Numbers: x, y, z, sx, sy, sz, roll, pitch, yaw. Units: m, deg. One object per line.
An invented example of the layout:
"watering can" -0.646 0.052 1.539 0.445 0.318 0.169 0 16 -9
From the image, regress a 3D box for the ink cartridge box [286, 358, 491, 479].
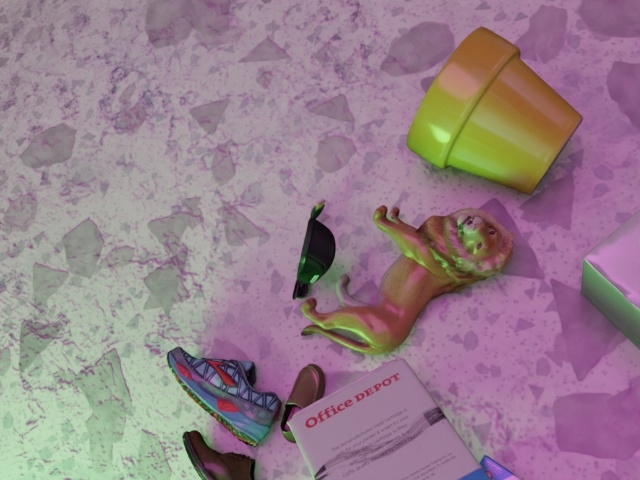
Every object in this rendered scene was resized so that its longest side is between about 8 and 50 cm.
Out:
"ink cartridge box" 0.115 0.366 1.033 0.223 0.129 0.307 -27 41 -7

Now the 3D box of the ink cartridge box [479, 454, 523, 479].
"ink cartridge box" 0.260 0.447 1.061 0.104 0.061 0.181 31 82 28

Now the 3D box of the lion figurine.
"lion figurine" 0.153 0.085 1.222 0.240 0.142 0.392 39 100 21

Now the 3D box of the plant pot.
"plant pot" 0.322 -0.212 1.211 0.239 0.254 0.254 35 84 14

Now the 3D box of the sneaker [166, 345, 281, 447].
"sneaker" -0.181 0.275 1.289 0.262 0.104 0.125 34 66 24

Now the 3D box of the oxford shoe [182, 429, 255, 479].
"oxford shoe" -0.169 0.422 1.231 0.096 0.083 0.227 -39 60 -20

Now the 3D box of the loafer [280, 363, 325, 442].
"loafer" -0.033 0.297 1.235 0.056 0.050 0.148 9 73 23

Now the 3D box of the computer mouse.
"computer mouse" 0.000 0.000 1.247 0.060 0.262 0.184 13 69 -1

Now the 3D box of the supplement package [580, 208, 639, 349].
"supplement package" 0.526 0.075 1.032 0.149 0.203 0.194 -41 62 1
